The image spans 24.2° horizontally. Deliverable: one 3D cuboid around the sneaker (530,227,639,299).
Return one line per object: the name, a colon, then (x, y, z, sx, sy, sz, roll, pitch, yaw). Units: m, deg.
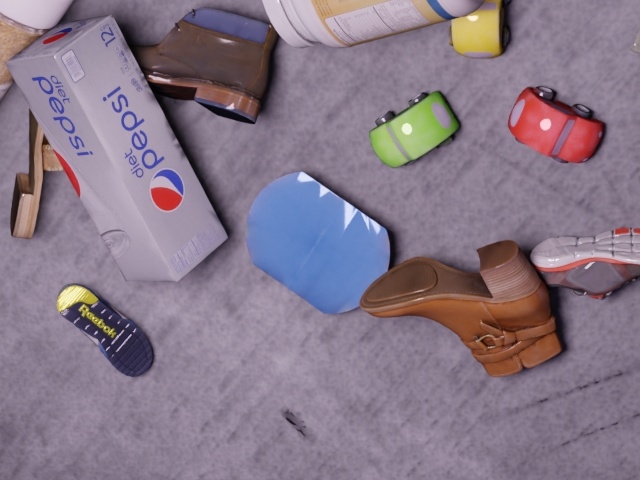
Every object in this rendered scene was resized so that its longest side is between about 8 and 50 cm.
sneaker: (0.304, 0.029, 1.575, 0.158, 0.061, 0.065, -1, 122, 24)

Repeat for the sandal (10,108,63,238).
sandal: (-0.294, -0.107, 1.693, 0.079, 0.088, 0.240, 6, 120, -20)

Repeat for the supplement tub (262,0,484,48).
supplement tub: (0.052, -0.273, 1.483, 0.199, 0.144, 0.144, -11, 105, 28)

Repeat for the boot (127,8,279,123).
boot: (-0.146, -0.207, 1.622, 0.219, 0.082, 0.106, 21, 86, 19)

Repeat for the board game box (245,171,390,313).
board game box: (0.000, 0.000, 1.657, 0.168, 0.033, 0.133, 35, 120, 5)

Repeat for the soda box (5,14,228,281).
soda box: (-0.217, -0.094, 1.606, 0.098, 0.091, 0.286, 1, 125, 45)

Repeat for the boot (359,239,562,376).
boot: (0.154, 0.088, 1.608, 0.197, 0.073, 0.152, -13, 126, 24)

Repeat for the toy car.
toy car: (0.146, -0.140, 1.557, 0.225, 0.053, 0.239, -31, 97, 22)

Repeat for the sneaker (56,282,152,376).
sneaker: (-0.253, 0.100, 1.752, 0.053, 0.059, 0.144, -44, 111, -7)

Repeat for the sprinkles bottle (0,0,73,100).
sprinkles bottle: (-0.412, -0.180, 1.662, 0.121, 0.121, 0.355, 41, 113, 0)

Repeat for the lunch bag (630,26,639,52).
lunch bag: (0.449, -0.275, 1.372, 0.235, 0.169, 0.287, 21, 104, 11)
